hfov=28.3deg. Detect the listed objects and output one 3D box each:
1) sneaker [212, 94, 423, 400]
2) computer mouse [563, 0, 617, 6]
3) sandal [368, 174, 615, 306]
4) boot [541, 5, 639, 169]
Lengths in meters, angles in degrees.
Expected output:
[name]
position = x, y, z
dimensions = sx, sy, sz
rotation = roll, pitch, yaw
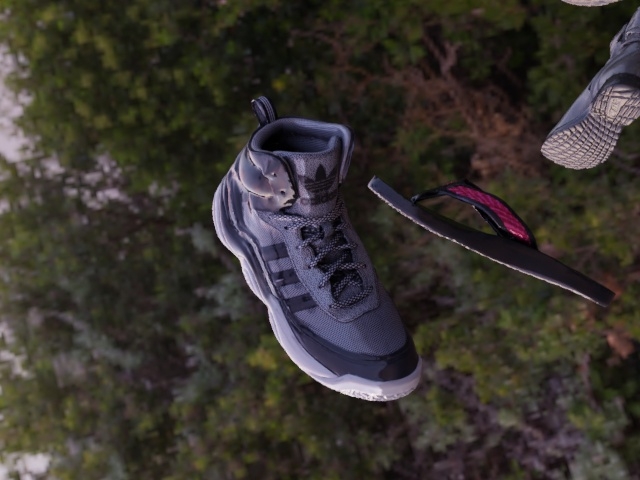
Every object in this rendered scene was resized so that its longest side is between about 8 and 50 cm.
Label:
[sneaker]
position = 0.000, 0.000, 1.042
dimensions = 0.268, 0.101, 0.153
rotation = 52, 147, 30
[computer mouse]
position = 0.363, -0.349, 1.390
dimensions = 0.262, 0.060, 0.184
rotation = 14, 89, 44
[sandal]
position = 0.116, -0.010, 0.833
dimensions = 0.067, 0.179, 0.040
rotation = -96, 30, -81
[boot]
position = 0.408, -0.212, 1.788
dimensions = 0.161, 0.083, 0.246
rotation = -67, 7, -29
